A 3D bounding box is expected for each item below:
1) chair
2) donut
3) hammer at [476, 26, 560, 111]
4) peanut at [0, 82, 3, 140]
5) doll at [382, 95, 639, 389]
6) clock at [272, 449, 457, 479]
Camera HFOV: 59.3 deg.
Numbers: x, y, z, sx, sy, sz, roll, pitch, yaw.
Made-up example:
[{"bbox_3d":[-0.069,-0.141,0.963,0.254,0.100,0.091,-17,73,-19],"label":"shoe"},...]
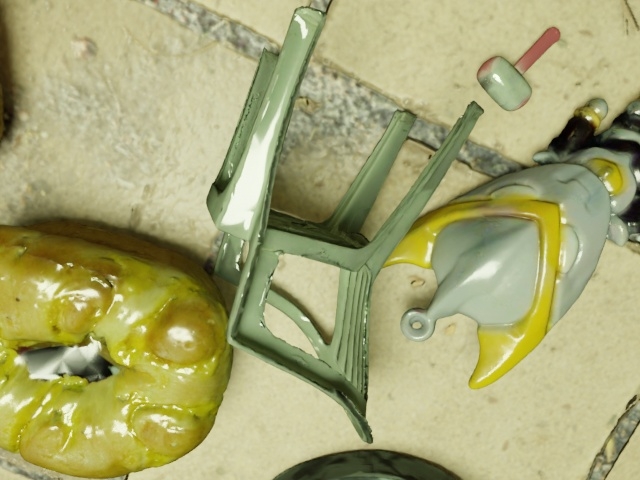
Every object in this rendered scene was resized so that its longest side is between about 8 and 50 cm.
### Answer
[{"bbox_3d":[0.000,0.000,0.451,0.190,0.203,0.275,21,96,-16],"label":"chair"},{"bbox_3d":[-0.208,0.094,0.503,0.261,0.128,0.209,22,102,-5],"label":"donut"},{"bbox_3d":[0.183,-0.159,0.502,0.052,0.031,0.083,43,93,-12],"label":"hammer"},{"bbox_3d":[-0.353,-0.073,0.464,0.146,0.147,0.306,23,101,-5],"label":"peanut"},{"bbox_3d":[0.202,-0.009,0.499,0.316,0.103,0.146,-38,96,2],"label":"doll"},{"bbox_3d":[0.048,0.382,0.564,0.324,0.067,0.325,0,90,2],"label":"clock"}]
